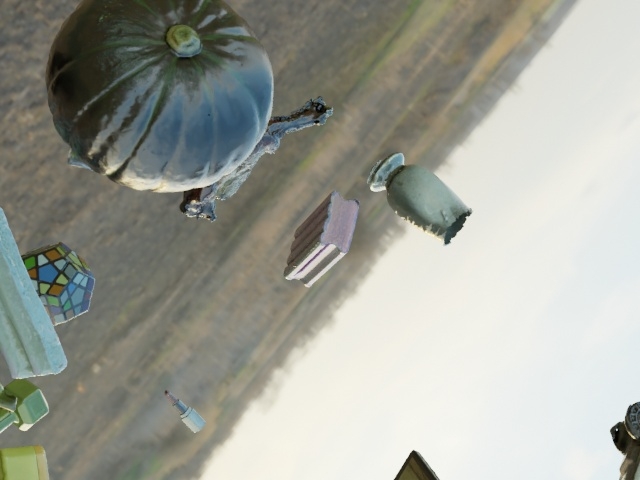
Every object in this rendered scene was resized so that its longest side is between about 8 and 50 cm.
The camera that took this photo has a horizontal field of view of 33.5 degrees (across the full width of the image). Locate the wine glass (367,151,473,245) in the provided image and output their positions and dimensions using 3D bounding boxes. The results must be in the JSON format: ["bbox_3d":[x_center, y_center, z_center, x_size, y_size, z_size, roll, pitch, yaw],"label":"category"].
[{"bbox_3d":[0.199,-0.085,2.127,0.111,0.204,0.111,-43,158,-22],"label":"wine glass"}]

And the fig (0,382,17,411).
[{"bbox_3d":[-0.612,0.182,1.501,0.233,0.314,0.233,-34,-141,34],"label":"fig"}]

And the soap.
[{"bbox_3d":[0.000,0.000,2.070,0.203,0.065,0.122,135,-27,-60],"label":"soap"}]

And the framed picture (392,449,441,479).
[{"bbox_3d":[0.112,0.505,1.476,0.347,0.016,0.265,-62,-144,17],"label":"framed picture"}]

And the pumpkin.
[{"bbox_3d":[-0.186,-0.155,1.184,0.248,0.248,0.248,-50,178,-2],"label":"pumpkin"}]

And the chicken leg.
[{"bbox_3d":[-0.092,-0.120,1.453,0.253,0.051,0.106,-38,153,-4],"label":"chicken leg"}]

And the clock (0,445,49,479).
[{"bbox_3d":[-0.541,0.482,1.914,0.096,0.202,0.143,4,150,-34],"label":"clock"}]

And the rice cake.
[{"bbox_3d":[-0.395,0.069,1.338,0.085,0.226,0.040,-18,-172,29],"label":"rice cake"}]

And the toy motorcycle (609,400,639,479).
[{"bbox_3d":[0.460,0.330,1.453,0.091,0.157,0.263,102,15,-55],"label":"toy motorcycle"}]

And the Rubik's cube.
[{"bbox_3d":[-0.403,0.067,1.587,0.133,0.133,0.112,-50,175,-25],"label":"Rubik's cube"}]

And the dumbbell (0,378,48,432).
[{"bbox_3d":[-0.736,0.419,2.328,0.108,0.121,0.302,1,-152,39],"label":"dumbbell"}]

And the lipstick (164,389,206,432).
[{"bbox_3d":[-0.276,0.340,2.139,0.025,0.107,0.025,-29,-161,39],"label":"lipstick"}]

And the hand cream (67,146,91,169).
[{"bbox_3d":[-0.375,-0.155,1.730,0.055,0.086,0.235,-64,-156,19],"label":"hand cream"}]
